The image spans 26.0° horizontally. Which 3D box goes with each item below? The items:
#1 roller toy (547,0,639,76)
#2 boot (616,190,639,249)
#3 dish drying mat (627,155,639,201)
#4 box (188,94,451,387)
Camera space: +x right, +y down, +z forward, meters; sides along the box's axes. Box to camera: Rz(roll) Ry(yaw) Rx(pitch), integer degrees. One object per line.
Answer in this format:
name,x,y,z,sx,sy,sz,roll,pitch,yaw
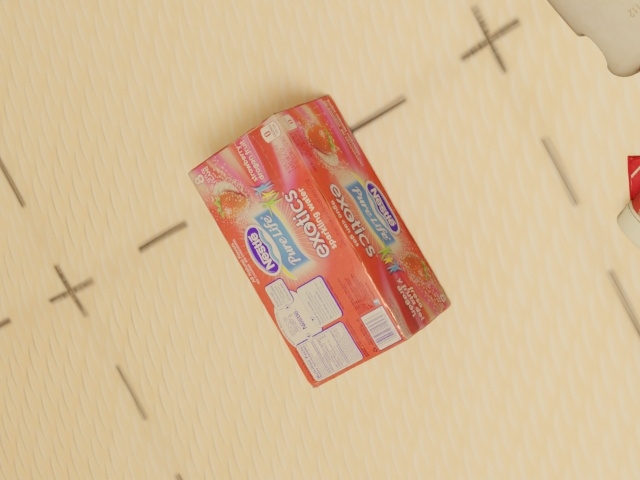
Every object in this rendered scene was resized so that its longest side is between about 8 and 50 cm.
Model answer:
roller toy,0.334,-0.262,1.366,0.146,0.209,0.191,50,155,7
boot,0.455,-0.001,1.442,0.244,0.088,0.176,45,115,9
dish drying mat,0.354,-0.052,1.520,0.032,0.008,0.083,-1,104,27
box,0.000,0.000,1.643,0.154,0.142,0.300,-32,88,31
